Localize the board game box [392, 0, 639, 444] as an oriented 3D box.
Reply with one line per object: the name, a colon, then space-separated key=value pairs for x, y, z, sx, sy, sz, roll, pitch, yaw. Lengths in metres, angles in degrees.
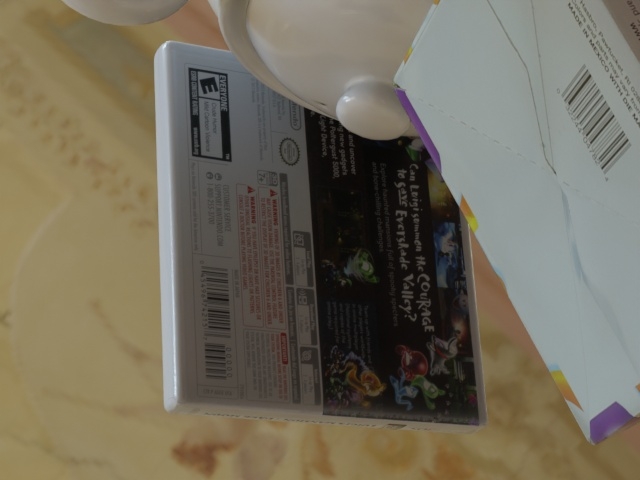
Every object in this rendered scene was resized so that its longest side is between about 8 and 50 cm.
board game box: x=0.187 y=-0.067 z=0.556 sx=0.275 sy=0.142 sz=0.144 roll=-22 pitch=-105 yaw=-19

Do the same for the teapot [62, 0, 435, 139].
teapot: x=0.034 y=-0.133 z=0.813 sx=0.252 sy=0.256 sz=0.187 roll=45 pitch=-129 yaw=-45

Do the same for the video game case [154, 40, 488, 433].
video game case: x=0.000 y=0.000 z=0.888 sx=0.173 sy=0.022 sz=0.190 roll=7 pitch=-113 yaw=-27
